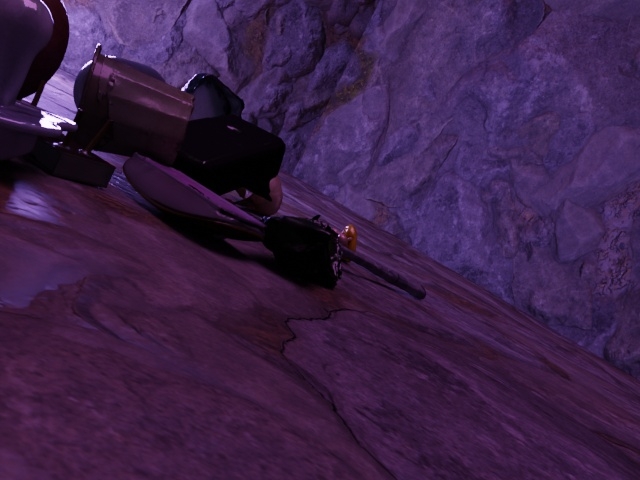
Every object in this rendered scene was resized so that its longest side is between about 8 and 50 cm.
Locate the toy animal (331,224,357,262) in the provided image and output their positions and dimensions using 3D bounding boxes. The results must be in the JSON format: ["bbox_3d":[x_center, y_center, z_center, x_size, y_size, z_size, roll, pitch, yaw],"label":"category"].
[{"bbox_3d":[0.043,-0.001,1.972,0.082,0.091,0.114,10,13,-17],"label":"toy animal"}]

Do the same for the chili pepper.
[{"bbox_3d":[-0.031,0.016,1.469,0.148,0.116,0.264,17,3,12],"label":"chili pepper"}]

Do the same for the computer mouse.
[{"bbox_3d":[-0.228,-0.066,1.385,0.310,0.072,0.158,30,5,38],"label":"computer mouse"}]

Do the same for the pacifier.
[{"bbox_3d":[-0.449,-0.233,1.088,0.244,0.233,0.299,23,6,-12],"label":"pacifier"}]

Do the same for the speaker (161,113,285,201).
[{"bbox_3d":[-0.236,-0.158,1.766,0.180,0.184,0.388,29,25,20],"label":"speaker"}]

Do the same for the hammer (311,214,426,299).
[{"bbox_3d":[0.116,0.065,1.845,0.427,0.044,0.152,30,25,-39],"label":"hammer"}]

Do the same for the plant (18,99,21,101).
[{"bbox_3d":[-0.724,-0.421,1.718,0.261,0.297,0.306,60,-3,12],"label":"plant"}]

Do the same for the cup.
[{"bbox_3d":[-0.545,-0.393,2.160,0.205,0.205,0.312,27,8,-2],"label":"cup"}]

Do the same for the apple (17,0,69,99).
[{"bbox_3d":[-0.631,-0.411,1.501,0.306,0.306,0.235,30,-19,27],"label":"apple"}]

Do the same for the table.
[{"bbox_3d":[-0.452,-0.194,1.315,0.240,0.111,0.121,30,8,27],"label":"table"}]

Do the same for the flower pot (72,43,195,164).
[{"bbox_3d":[-0.352,-0.231,1.479,0.202,0.212,0.212,19,8,-15],"label":"flower pot"}]

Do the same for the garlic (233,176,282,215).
[{"bbox_3d":[-0.151,-0.129,2.054,0.128,0.115,0.207,32,8,-12],"label":"garlic"}]

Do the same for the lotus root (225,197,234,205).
[{"bbox_3d":[-0.199,-0.069,1.695,0.030,0.037,0.083,30,5,-11],"label":"lotus root"}]

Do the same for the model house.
[{"bbox_3d":[-0.387,-0.313,2.130,0.291,0.253,0.184,9,-23,47],"label":"model house"}]
